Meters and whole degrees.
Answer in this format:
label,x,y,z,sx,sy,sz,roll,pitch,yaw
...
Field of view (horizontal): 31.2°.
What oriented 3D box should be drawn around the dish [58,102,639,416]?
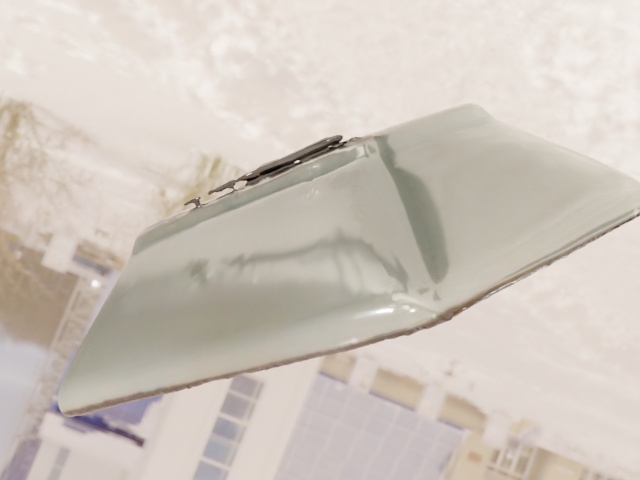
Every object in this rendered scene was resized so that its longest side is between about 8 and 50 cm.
label,x,y,z,sx,sy,sz,roll,pitch,yaw
dish,0.000,0.000,0.523,0.243,0.080,0.182,-18,-178,43
